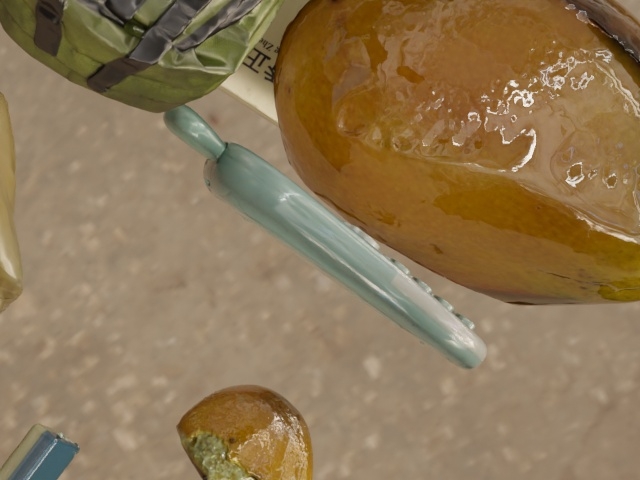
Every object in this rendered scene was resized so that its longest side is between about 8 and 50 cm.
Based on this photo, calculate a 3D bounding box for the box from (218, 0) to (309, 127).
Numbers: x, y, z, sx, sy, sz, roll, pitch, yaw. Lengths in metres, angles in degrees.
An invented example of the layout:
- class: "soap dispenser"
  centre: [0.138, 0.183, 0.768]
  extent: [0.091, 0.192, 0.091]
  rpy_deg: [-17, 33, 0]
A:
- class: "box"
  centre: [0.002, -0.173, 1.631]
  extent: [0.212, 0.168, 0.095]
  rpy_deg: [32, 17, -16]

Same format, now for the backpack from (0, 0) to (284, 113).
- class: "backpack"
  centre: [-0.092, -0.209, 1.211]
  extent: [0.207, 0.140, 0.253]
  rpy_deg: [31, 66, -11]

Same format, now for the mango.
- class: "mango"
  centre: [0.089, -0.057, 0.978]
  extent: [0.236, 0.166, 0.136]
  rpy_deg: [35, 21, 14]

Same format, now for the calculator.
- class: "calculator"
  centre: [0.000, 0.000, 1.420]
  extent: [0.295, 0.184, 0.042]
  rpy_deg: [38, 88, -11]

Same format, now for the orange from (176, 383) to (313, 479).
- class: "orange"
  centre: [-0.068, 0.202, 1.950]
  extent: [0.112, 0.170, 0.160]
  rpy_deg: [-54, 132, -5]

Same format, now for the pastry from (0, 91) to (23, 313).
- class: "pastry"
  centre: [-0.346, -0.015, 0.924]
  extent: [0.410, 0.245, 0.409]
  rpy_deg: [-1, 78, 4]

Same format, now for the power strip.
- class: "power strip"
  centre: [-0.277, 0.226, 1.823]
  extent: [0.032, 0.123, 0.056]
  rpy_deg: [38, 2, 23]
